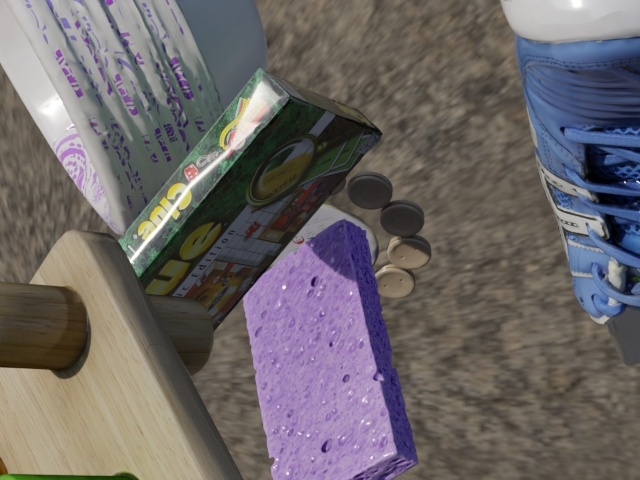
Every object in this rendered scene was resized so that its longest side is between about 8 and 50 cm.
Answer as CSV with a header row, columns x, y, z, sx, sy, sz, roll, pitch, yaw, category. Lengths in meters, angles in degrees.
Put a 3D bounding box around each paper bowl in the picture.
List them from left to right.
x,y,z,sx,sy,sz,roll,pitch,yaw,category
-0.139,-0.156,1.240,0.148,0.284,0.284,-29,90,-11,paper bowl

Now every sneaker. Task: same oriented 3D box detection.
x,y,z,sx,sy,sz,roll,pitch,yaw,category
0.095,-0.021,0.478,0.080,0.211,0.081,1,78,22,sneaker

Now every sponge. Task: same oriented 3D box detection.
x,y,z,sx,sy,sz,roll,pitch,yaw,category
0.003,0.097,1.410,0.031,0.117,0.210,25,41,-39,sponge

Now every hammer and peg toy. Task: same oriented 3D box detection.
x,y,z,sx,sy,sz,roll,pitch,yaw,category
-0.093,0.209,0.781,0.127,0.266,0.361,7,41,-42,hammer and peg toy

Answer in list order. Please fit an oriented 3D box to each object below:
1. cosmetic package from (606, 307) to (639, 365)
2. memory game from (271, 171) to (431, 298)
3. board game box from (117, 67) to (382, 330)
x,y,z,sx,sy,sz,roll,pitch,yaw,category
0.381,-0.128,1.565,0.393,0.329,0.327,-16,71,7,cosmetic package
0.000,0.000,1.559,0.186,0.186,0.012,14,45,-7,memory game
-0.079,0.021,1.060,0.030,0.136,0.260,45,103,23,board game box
